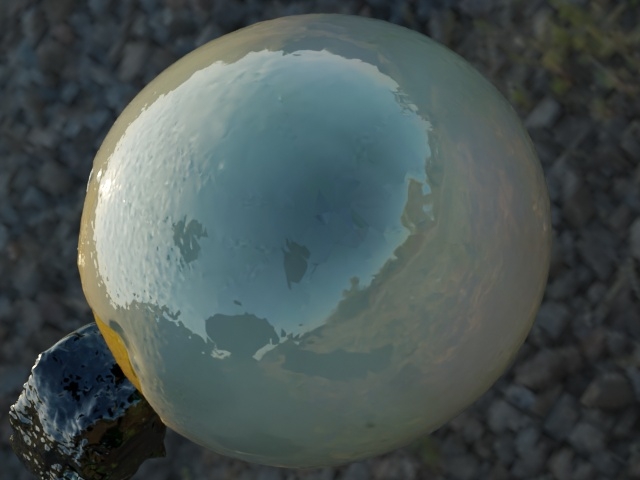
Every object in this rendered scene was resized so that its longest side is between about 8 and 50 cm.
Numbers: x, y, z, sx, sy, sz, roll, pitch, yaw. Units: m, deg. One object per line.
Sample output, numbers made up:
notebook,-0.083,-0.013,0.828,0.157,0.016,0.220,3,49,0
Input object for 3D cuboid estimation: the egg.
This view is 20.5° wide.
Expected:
egg,0.000,0.000,1.078,0.283,0.283,0.345,-66,15,-11

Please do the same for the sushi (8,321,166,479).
sushi,-0.224,0.179,1.727,0.127,0.124,0.225,52,144,15
